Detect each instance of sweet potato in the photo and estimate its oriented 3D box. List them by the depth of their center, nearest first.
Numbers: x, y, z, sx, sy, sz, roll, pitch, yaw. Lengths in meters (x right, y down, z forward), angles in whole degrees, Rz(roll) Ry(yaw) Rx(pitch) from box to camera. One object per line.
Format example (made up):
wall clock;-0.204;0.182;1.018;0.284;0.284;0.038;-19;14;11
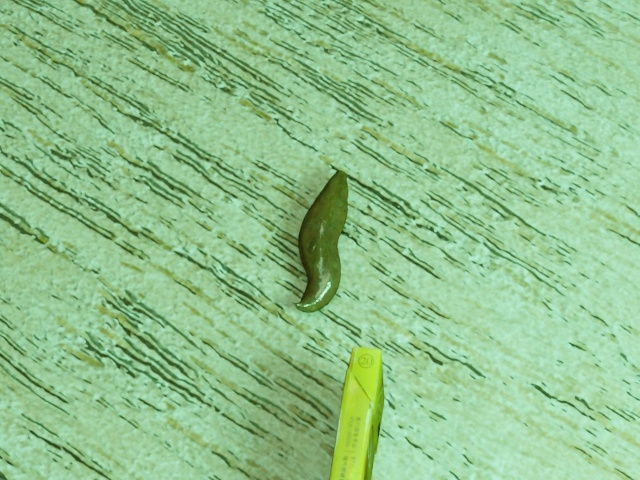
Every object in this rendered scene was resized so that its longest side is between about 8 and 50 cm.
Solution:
sweet potato;0.002;0.001;1.860;0.055;0.058;0.202;25;61;-33

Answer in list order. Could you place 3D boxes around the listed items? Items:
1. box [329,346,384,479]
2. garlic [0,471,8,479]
box;0.034;0.270;1.653;0.043;0.152;0.269;6;61;6
garlic;-0.466;0.317;1.653;0.245;0.160;0.245;10;47;-11
